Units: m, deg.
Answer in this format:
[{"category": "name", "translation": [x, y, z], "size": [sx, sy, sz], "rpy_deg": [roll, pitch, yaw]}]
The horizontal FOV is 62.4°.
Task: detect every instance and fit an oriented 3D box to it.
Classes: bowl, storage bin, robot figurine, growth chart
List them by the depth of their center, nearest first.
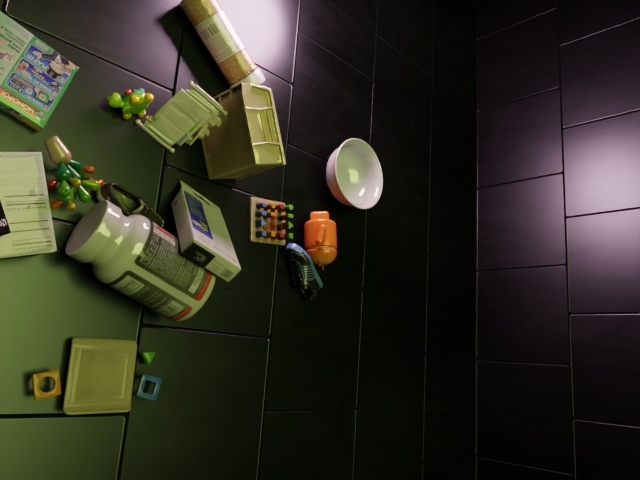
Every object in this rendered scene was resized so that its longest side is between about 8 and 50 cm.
[{"category": "growth chart", "translation": [-0.419, -0.370, 1.622], "size": [0.172, 0.237, 0.021], "rpy_deg": [48, 13, -36]}, {"category": "storage bin", "translation": [-0.265, -0.345, 1.720], "size": [0.123, 0.262, 0.260], "rpy_deg": [-12, 92, -45]}, {"category": "robot figurine", "translation": [-0.001, 0.000, 2.030], "size": [0.128, 0.158, 0.219], "rpy_deg": [8, 72, -35]}, {"category": "bowl", "translation": [0.118, -0.266, 2.198], "size": [0.298, 0.134, 0.297], "rpy_deg": [8, 79, -45]}]

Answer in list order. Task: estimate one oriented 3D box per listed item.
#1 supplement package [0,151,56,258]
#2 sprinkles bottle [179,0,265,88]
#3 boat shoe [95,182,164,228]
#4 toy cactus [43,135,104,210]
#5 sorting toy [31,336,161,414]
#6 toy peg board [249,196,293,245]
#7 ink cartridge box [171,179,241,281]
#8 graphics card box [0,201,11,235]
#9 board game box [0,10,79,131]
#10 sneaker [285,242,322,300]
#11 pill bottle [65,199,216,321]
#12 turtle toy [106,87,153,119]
[{"category": "supplement package", "translation": [-0.742, -0.080, 1.269], "size": [0.134, 0.139, 0.243], "rpy_deg": [-10, 92, -45]}, {"category": "sprinkles bottle", "translation": [-0.330, -0.673, 1.804], "size": [0.121, 0.121, 0.355], "rpy_deg": [-51, 120, -38]}, {"category": "boat shoe", "translation": [-0.537, -0.091, 1.525], "size": [0.223, 0.074, 0.080], "rpy_deg": [41, 57, -39]}, {"category": "toy cactus", "translation": [-0.655, -0.177, 1.362], "size": [0.219, 0.112, 0.180], "rpy_deg": [-85, 155, -67]}, {"category": "sorting toy", "translation": [-0.595, 0.362, 1.423], "size": [0.348, 0.047, 0.195], "rpy_deg": [15, 69, -44]}, {"category": "toy peg board", "translation": [-0.170, -0.072, 1.908], "size": [0.161, 0.079, 0.161], "rpy_deg": [8, 77, -45]}, {"category": "ink cartridge box", "translation": [-0.355, -0.038, 1.599], "size": [0.176, 0.069, 0.371], "rpy_deg": [38, 15, -36]}, {"category": "graphics card box", "translation": [-0.840, -0.158, 1.118], "size": [0.094, 0.233, 0.370], "rpy_deg": [-90, 164, -85]}, {"category": "board game box", "translation": [-0.806, -0.454, 1.329], "size": [0.317, 0.046, 0.213], "rpy_deg": [37, 60, -37]}, {"category": "sneaker", "translation": [-0.071, 0.121, 1.979], "size": [0.232, 0.082, 0.090], "rpy_deg": [58, 43, -23]}, {"category": "pill bottle", "translation": [-0.487, 0.058, 1.462], "size": [0.363, 0.210, 0.210], "rpy_deg": [40, 57, -35]}, {"category": "turtle toy", "translation": [-0.560, -0.409, 1.555], "size": [0.130, 0.095, 0.066], "rpy_deg": [-25, 81, -46]}]
